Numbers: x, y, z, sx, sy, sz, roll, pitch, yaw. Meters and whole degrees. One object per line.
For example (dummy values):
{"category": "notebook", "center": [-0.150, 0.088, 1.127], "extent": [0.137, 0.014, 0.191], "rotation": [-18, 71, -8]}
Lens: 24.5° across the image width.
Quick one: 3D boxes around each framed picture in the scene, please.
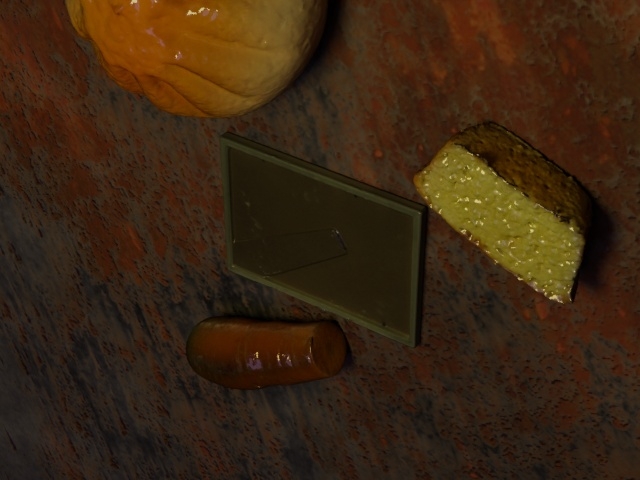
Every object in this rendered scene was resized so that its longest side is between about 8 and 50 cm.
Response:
{"category": "framed picture", "center": [0.000, 0.000, 1.553], "extent": [0.250, 0.016, 0.184], "rotation": [21, 132, 27]}

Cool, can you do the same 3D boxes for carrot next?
{"category": "carrot", "center": [-0.064, 0.128, 1.654], "extent": [0.193, 0.087, 0.087], "rotation": [3, 122, 36]}

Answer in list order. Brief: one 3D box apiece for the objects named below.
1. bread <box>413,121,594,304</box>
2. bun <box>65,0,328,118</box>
{"category": "bread", "center": [0.178, -0.029, 1.348], "extent": [0.187, 0.065, 0.103], "rotation": [38, 136, 13]}
{"category": "bun", "center": [-0.139, -0.243, 1.374], "extent": [0.299, 0.165, 0.299], "rotation": [21, 132, 25]}
